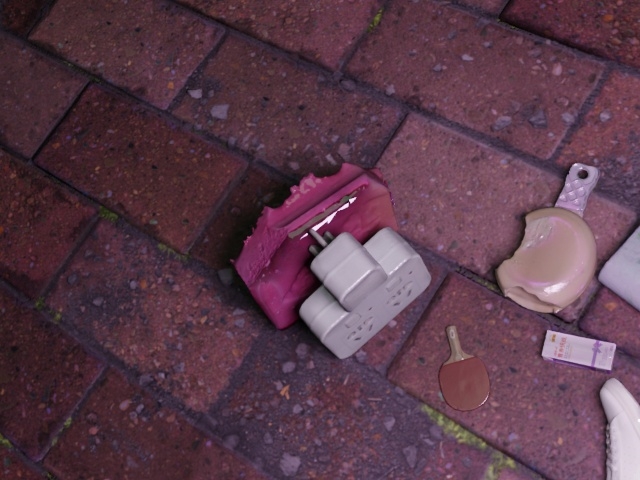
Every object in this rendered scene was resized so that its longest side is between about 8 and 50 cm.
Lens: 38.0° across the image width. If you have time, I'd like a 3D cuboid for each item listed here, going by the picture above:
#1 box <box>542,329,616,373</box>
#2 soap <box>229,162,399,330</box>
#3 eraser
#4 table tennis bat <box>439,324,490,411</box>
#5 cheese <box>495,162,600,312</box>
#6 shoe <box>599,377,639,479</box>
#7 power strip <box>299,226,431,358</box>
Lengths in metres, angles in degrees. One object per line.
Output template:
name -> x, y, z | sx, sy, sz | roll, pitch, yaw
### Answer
box -> 0.439, 0.189, 1.576 | 0.117, 0.036, 0.051 | 12, 72, 24
soap -> 0.000, 0.000, 1.702 | 0.325, 0.220, 0.127 | -36, 51, -8
eraser -> 0.607, 0.070, 1.545 | 0.174, 0.081, 0.227 | -47, 62, -4
table tennis bat -> 0.248, 0.225, 1.640 | 0.087, 0.013, 0.156 | -19, 65, 13
cheese -> 0.422, -0.013, 1.647 | 0.163, 0.082, 0.286 | 17, 71, 24
shoe -> 0.485, 0.352, 1.458 | 0.110, 0.095, 0.265 | -28, 64, 6
power strip -> 0.055, 0.068, 1.630 | 0.229, 0.261, 0.141 | -43, 63, -2
